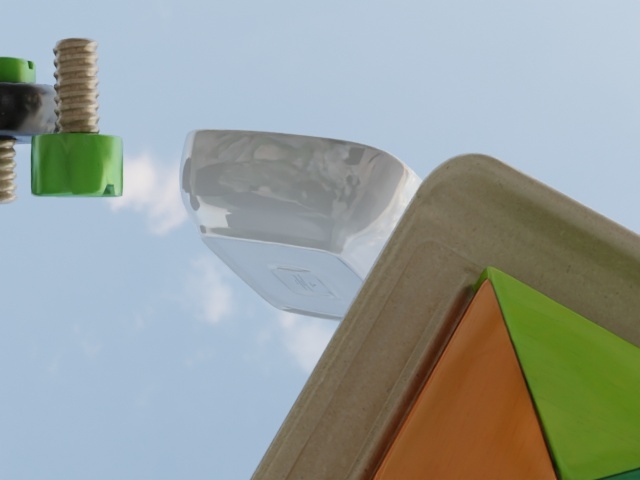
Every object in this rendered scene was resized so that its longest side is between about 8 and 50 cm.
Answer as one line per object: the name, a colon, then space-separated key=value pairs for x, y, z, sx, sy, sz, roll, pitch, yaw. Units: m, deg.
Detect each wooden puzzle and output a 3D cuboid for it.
wooden puzzle: x=0.080 y=0.114 z=0.392 sx=0.221 sy=0.044 sz=0.239 roll=29 pitch=-110 yaw=5

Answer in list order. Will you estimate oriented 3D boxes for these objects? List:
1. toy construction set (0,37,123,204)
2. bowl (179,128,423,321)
toy construction set: x=-0.261 y=0.048 z=0.549 sx=0.308 sy=0.257 sz=0.237 roll=-2 pitch=-90 yaw=-26
bowl: x=0.000 y=0.000 z=0.712 sx=0.142 sy=0.142 sz=0.053 roll=7 pitch=-116 yaw=33
